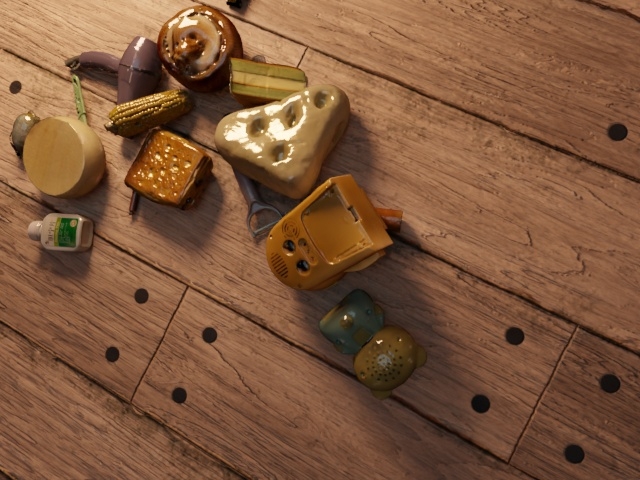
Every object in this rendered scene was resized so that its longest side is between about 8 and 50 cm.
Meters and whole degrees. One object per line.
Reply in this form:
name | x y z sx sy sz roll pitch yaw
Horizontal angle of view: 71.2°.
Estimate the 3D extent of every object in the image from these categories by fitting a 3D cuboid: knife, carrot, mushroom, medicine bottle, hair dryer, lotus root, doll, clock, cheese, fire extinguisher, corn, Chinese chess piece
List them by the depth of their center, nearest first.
doll | 0.132 0.263 1.160 0.177 0.161 0.260 -43 78 3
clock | 0.000 0.000 1.175 0.317 0.200 0.244 -33 80 25
carrot | 0.122 -0.068 1.244 0.210 0.061 0.061 10 87 14
cheese | -0.116 -0.312 1.250 0.329 0.129 0.350 21 73 18
knife | -0.202 -0.158 1.309 0.123 0.053 0.277 -26 83 1
mushroom | -0.349 -0.559 1.313 0.253 0.153 0.252 0 92 4
corn | -0.507 -0.378 1.321 0.262 0.097 0.097 -28 80 -20
Chinese chess piece | -0.786 -0.253 1.375 0.251 0.097 0.250 1 95 15
fire extinguisher | -0.581 -0.115 1.382 0.028 0.022 0.083 13 88 -26
medicine bottle | -0.809 -0.025 1.393 0.183 0.069 0.119 4 88 11
hair dryer | -0.672 -0.507 1.409 0.361 0.121 0.300 23 98 20
knife | -0.754 -0.379 1.419 0.043 0.020 0.292 -6 95 34
lotus root | -0.949 -0.337 1.440 0.088 0.088 0.165 21 99 11

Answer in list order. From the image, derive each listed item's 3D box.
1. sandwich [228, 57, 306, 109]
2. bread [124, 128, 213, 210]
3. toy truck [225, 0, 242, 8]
sandwich | -0.146 -0.451 1.275 0.188 0.144 0.117 -4 87 10
bread | -0.445 -0.205 1.333 0.235 0.099 0.210 26 88 16
toy truck | -0.259 -0.763 1.364 0.049 0.054 0.083 20 88 11
